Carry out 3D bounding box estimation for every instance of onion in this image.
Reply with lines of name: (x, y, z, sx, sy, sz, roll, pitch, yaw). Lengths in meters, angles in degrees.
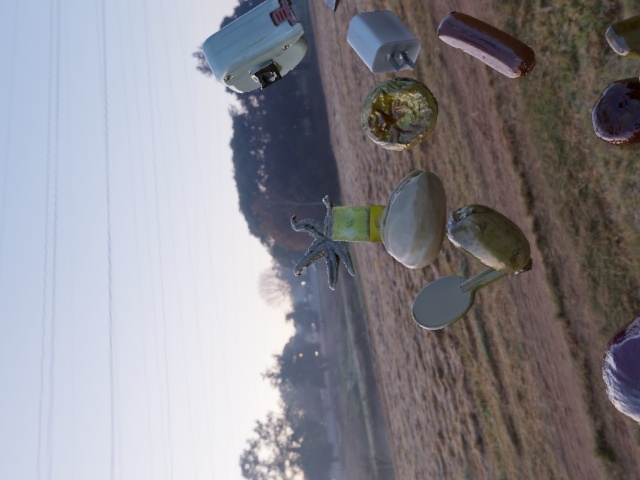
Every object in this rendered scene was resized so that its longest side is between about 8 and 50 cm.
onion: (0.652, 0.232, 0.959, 0.216, 0.207, 0.206, -38, -62, -58)

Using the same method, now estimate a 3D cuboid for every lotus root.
lotus root: (0.482, 0.001, 1.404, 0.146, 0.284, 0.160, -39, 21, 49)

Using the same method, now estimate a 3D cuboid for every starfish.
starfish: (0.009, -0.003, 1.739, 0.375, 0.094, 0.327, 27, 115, 46)

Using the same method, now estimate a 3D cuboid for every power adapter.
power adapter: (0.231, -0.669, 1.733, 0.255, 0.187, 0.124, 61, 155, 30)

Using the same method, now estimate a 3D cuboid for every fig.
fig: (0.926, -0.354, 1.437, 0.190, 0.290, 0.191, -175, 90, -72)

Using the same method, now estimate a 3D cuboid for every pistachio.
pistachio: (0.221, -0.049, 1.158, 0.157, 0.157, 0.229, -92, 9, -83)

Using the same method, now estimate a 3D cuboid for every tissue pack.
tissue pack: (0.101, -0.044, 1.334, 0.176, 0.062, 0.095, 4, 94, 59)

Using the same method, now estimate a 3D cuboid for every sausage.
sausage: (0.496, -0.598, 1.511, 0.330, 0.102, 0.102, 40, 161, 24)

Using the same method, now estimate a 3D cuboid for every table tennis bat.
table tennis bat: (0.421, 0.158, 1.531, 0.050, 0.321, 0.198, 50, -164, -27)

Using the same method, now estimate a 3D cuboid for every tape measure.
tape measure: (-0.144, -0.463, 1.232, 0.125, 0.243, 0.246, 66, -169, 3)

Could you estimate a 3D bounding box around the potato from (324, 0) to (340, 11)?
potato: (0.024, -0.498, 0.977, 0.093, 0.036, 0.037, 101, -168, -60)

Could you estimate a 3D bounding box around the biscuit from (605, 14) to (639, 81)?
biscuit: (0.880, -0.480, 1.251, 0.237, 0.290, 0.062, 63, 166, 18)

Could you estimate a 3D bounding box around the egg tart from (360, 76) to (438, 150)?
egg tart: (0.245, -0.399, 1.564, 0.106, 0.241, 0.241, -77, -17, -52)
